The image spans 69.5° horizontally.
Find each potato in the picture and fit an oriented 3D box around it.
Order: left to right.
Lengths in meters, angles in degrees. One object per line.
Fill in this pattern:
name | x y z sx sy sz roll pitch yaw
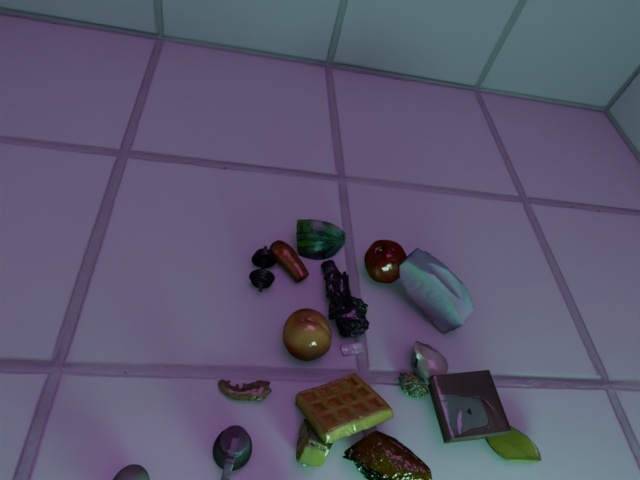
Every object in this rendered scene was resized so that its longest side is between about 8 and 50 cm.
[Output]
potato | 0.639 0.692 1.558 0.198 0.054 0.119 18 49 -2

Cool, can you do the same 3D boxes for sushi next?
sushi | 0.217 0.685 1.398 0.287 0.149 0.140 29 85 10

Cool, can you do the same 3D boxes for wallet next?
wallet | 0.115 0.395 1.684 0.083 0.011 0.044 -6 54 -20

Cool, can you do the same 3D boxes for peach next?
peach | -0.047 0.322 1.595 0.184 0.184 0.184 7 51 -9

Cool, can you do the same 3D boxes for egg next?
egg | -0.512 0.672 1.232 0.103 0.103 0.135 9 51 -8

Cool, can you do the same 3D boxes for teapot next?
teapot | -0.262 0.602 1.328 0.116 0.146 0.148 36 52 14

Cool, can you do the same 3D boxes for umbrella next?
umbrella | 0.094 0.206 1.761 0.154 0.128 0.336 2 49 -11

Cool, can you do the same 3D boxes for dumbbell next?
dumbbell | -0.220 0.106 1.769 0.099 0.099 0.208 8 51 -9

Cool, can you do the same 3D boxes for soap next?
soap | 0.436 0.187 1.774 0.324 0.193 0.109 48 55 5

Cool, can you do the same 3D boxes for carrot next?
carrot | -0.121 0.078 1.831 0.087 0.087 0.193 -33 67 -34

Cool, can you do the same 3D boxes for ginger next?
ginger | -0.245 0.484 1.491 0.174 0.051 0.069 8 47 -11

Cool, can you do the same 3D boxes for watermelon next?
watermelon | 0.002 0.008 1.917 0.231 0.128 0.146 11 68 -9

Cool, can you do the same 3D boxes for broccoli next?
broccoli | 0.326 0.504 1.614 0.097 0.095 0.092 -6 21 26

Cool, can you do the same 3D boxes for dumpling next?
dumpling | 0.403 0.444 1.676 0.176 0.092 0.150 35 41 17

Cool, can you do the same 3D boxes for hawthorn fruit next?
hawthorn fruit | 0.256 0.073 1.857 0.179 0.200 0.179 -17 46 19

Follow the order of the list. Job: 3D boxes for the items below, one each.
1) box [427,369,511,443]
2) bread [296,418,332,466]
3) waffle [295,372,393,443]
box | 0.489 0.554 1.544 0.215 0.086 0.215 -2 53 -11
bread | -0.025 0.628 1.409 0.103 0.156 0.110 22 91 -3
waffle | 0.072 0.524 1.462 0.248 0.055 0.221 -10 18 -25
